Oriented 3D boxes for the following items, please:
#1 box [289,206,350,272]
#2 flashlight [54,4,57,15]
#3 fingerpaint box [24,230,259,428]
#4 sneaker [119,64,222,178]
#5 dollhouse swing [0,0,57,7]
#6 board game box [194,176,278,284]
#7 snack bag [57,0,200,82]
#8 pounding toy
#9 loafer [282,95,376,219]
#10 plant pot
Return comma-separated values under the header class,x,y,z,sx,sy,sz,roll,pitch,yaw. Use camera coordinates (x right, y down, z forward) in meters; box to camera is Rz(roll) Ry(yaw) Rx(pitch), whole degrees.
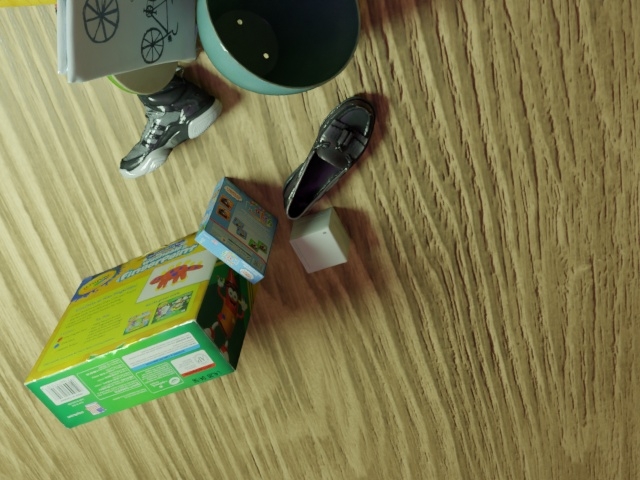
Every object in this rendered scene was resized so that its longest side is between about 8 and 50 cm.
class,x,y,z,sx,sy,sz,roll,pitch,yaw
box,0.000,0.000,1.801,0.102,0.087,0.101,-18,121,18
flashlight,-0.472,-0.536,1.474,0.103,0.103,0.304,-15,123,-7
fingerpaint box,-0.372,0.180,1.799,0.445,0.371,0.163,-22,119,20
sneaker,-0.342,-0.248,1.664,0.269,0.101,0.153,-33,115,19
dollhouse swing,-0.526,-0.611,1.354,0.347,0.304,0.315,1,163,15
board game box,-0.173,-0.024,1.729,0.160,0.211,0.039,39,121,-19
snack bag,-0.312,-0.447,1.364,0.037,0.342,0.323,16,115,25
pounding toy,-0.352,-0.374,1.523,0.110,0.237,0.183,3,125,38
loafer,0.017,-0.159,1.682,0.109,0.095,0.302,29,123,-14
plant pot,-0.101,-0.382,1.459,0.290,0.290,0.195,36,157,-18
